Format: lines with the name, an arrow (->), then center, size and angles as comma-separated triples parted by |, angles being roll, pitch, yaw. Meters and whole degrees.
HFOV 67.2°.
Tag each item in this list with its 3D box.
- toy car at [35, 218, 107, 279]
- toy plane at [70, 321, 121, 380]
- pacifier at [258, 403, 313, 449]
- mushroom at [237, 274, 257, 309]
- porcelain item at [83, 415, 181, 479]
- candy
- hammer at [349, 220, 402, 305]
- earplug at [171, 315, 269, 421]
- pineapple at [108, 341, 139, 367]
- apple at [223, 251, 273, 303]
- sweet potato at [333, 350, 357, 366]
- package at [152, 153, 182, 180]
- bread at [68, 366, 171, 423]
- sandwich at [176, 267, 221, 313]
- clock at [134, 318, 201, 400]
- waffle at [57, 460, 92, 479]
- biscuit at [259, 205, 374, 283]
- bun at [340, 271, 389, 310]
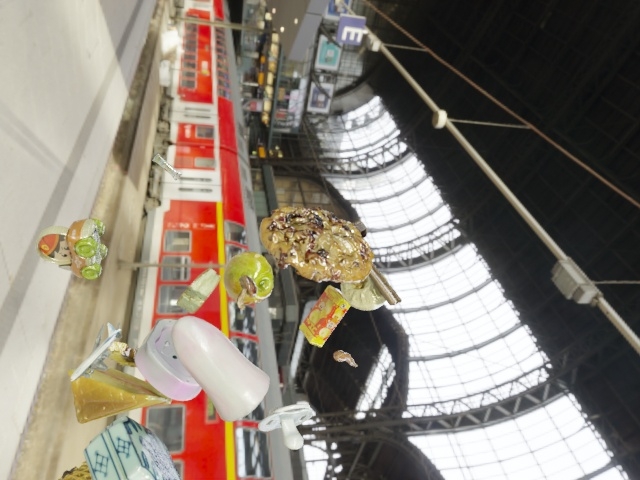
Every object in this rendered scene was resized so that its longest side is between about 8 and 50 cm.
toy car -> -0.900, 0.029, 1.736 | 0.145, 0.235, 0.235 | -103, -160, -50
toy plane -> -0.682, 0.348, 1.472 | 0.226, 0.058, 0.226 | -54, -144, 7
pacifier -> -0.147, 0.886, 2.282 | 0.227, 0.279, 0.207 | -54, -137, 41
mushroom -> -0.274, 0.192, 1.791 | 0.088, 0.073, 0.129 | 17, -80, 49
porcelain item -> -0.562, 0.704, 1.480 | 0.281, 0.157, 0.286 | 40, -18, 40
candy -> 0.022, 0.377, 2.399 | 0.276, 0.088, 0.146 | -56, -143, 5
hammer -> 0.195, 0.110, 2.009 | 0.095, 0.242, 0.409 | -38, -95, 32
earplug -> -0.292, 0.325, 1.311 | 0.301, 0.172, 0.172 | 56, -4, -19
pineapple -> -0.836, 0.508, 2.123 | 0.135, 0.233, 0.079 | -43, -148, 43
apple -> -0.313, 0.173, 2.204 | 0.226, 0.246, 0.246 | 1, -91, 48
sweet potato -> 0.113, 0.536, 2.191 | 0.214, 0.050, 0.050 | 39, 38, -54
package -> -0.553, -0.265, 1.737 | 0.037, 0.110, 0.015 | -42, -160, 14
bread -> -0.827, 0.617, 2.049 | 0.233, 0.362, 0.245 | 43, 31, -76
sandwich -> -0.505, 0.220, 1.957 | 0.244, 0.090, 0.088 | -46, -173, 20
clock -> -0.558, 0.470, 1.925 | 0.102, 0.338, 0.338 | -52, -151, 21
waffle -> -0.932, 0.994, 2.014 | 0.312, 0.307, 0.060 | 169, -72, -79
biscuit -> -0.002, -0.003, 1.311 | 0.289, 0.334, 0.081 | 57, -48, 37
bun -> 0.193, 0.198, 2.107 | 0.127, 0.222, 0.222 | 77, 1, -50
